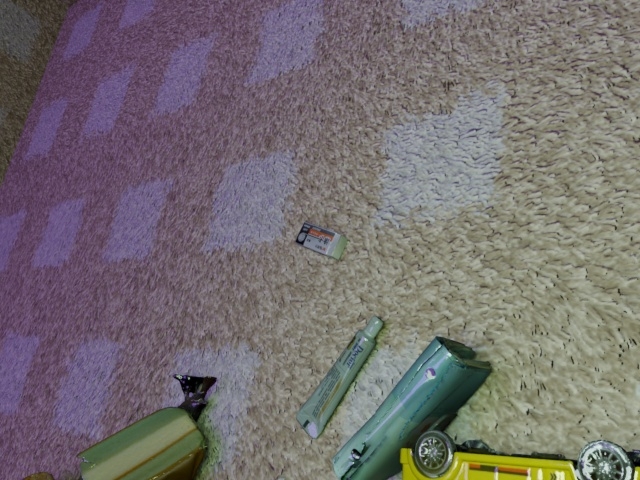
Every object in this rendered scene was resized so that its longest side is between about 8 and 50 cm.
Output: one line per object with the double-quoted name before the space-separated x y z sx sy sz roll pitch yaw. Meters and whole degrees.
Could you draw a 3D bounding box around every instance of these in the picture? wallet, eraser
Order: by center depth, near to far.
"wallet" 0.140 0.260 0.894 0.250 0.176 0.075 -52 58 10
"eraser" 0.000 0.000 1.253 0.122 0.029 0.052 20 83 45

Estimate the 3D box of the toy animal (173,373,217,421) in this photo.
"toy animal" -0.294 0.374 1.307 0.105 0.070 0.202 22 88 46

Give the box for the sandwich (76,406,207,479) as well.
"sandwich" -0.376 0.465 1.204 0.155 0.198 0.227 41 110 36

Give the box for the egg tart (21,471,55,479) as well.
"egg tart" -0.692 0.716 1.462 0.294 0.116 0.295 -19 60 36

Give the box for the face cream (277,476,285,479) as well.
"face cream" -0.037 0.467 1.050 0.130 0.034 0.034 30 91 47

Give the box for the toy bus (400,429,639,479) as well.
"toy bus" 0.270 0.332 0.763 0.330 0.144 0.152 -11 62 40

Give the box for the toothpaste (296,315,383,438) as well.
"toothpaste" 0.037 0.246 1.092 0.067 0.037 0.255 40 101 40
